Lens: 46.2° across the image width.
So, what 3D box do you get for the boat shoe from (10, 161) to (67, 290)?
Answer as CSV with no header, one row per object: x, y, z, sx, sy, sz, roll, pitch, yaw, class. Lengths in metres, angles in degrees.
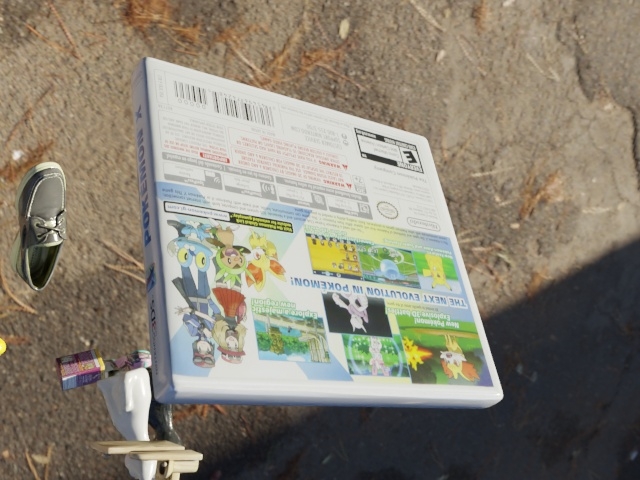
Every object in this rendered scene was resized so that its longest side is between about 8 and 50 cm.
-0.424,-0.016,1.156,0.080,0.073,0.223,-14,140,-44,boat shoe

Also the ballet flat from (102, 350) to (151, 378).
-0.472,0.314,1.792,0.077,0.222,0.079,17,67,-38,ballet flat

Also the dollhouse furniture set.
-0.245,0.369,1.053,0.123,0.144,0.151,13,80,-41,dollhouse furniture set

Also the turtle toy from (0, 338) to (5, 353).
-0.493,0.134,0.999,0.095,0.066,0.130,-35,90,14,turtle toy

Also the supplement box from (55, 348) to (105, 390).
-0.470,0.252,1.469,0.083,0.055,0.043,-10,132,-26,supplement box

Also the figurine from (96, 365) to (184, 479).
-0.320,0.343,1.401,0.092,0.215,0.209,-18,83,7,figurine

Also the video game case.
0.000,0.000,0.667,0.329,0.299,0.036,10,145,-34,video game case
